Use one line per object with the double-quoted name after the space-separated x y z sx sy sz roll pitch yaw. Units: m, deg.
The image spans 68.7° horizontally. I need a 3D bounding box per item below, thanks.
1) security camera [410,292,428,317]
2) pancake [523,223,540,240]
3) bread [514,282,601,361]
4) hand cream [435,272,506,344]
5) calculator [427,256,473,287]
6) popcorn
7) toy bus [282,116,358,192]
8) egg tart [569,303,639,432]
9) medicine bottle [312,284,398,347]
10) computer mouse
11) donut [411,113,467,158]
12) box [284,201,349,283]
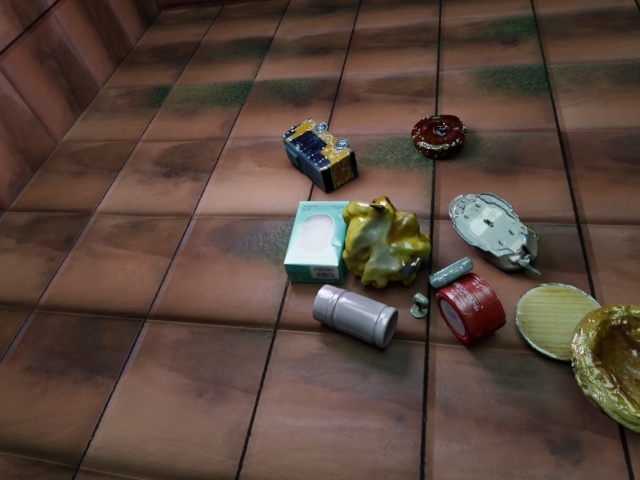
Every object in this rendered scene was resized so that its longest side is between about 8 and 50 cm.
0.315 0.204 1.494 0.058 0.092 0.058 -6 52 8 "security camera"
0.707 -0.017 1.641 0.114 0.011 0.115 -6 50 7 "pancake"
0.717 0.244 1.405 0.266 0.041 0.267 -6 50 7 "bread"
0.444 0.204 1.401 0.125 0.193 0.193 -29 51 -8 "hand cream"
0.407 0.101 1.485 0.141 0.246 0.045 -30 83 7 "calculator"
0.222 0.005 1.590 0.296 0.281 0.317 -2 90 4 "popcorn"
-0.005 -0.367 1.994 0.194 0.162 0.323 -35 54 -13 "toy bus"
0.818 0.338 1.221 0.351 0.150 0.352 -1 57 1 "egg tart"
0.109 0.237 1.487 0.249 0.133 0.133 18 57 24 "medicine bottle"
0.602 -0.016 1.604 0.199 0.115 0.389 -42 65 -1 "computer mouse"
0.501 -0.436 1.982 0.234 0.089 0.235 -7 49 8 "donut"
0.000 0.000 1.717 0.204 0.118 0.312 3 52 13 "box"
